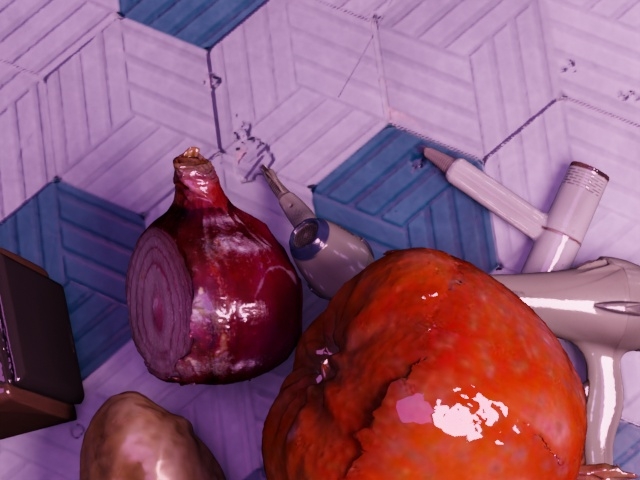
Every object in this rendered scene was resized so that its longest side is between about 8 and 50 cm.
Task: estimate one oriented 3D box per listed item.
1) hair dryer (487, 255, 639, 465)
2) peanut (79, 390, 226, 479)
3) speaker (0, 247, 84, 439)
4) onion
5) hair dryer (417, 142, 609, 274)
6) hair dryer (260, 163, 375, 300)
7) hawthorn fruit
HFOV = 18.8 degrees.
[{"bbox_3d":[0.209,0.105,1.741,0.219,0.088,0.225,25,84,-13],"label":"hair dryer"},{"bbox_3d":[-0.152,0.264,1.771,0.137,0.122,0.253,-1,82,0],"label":"peanut"},{"bbox_3d":[-0.340,0.102,1.768,0.192,0.231,0.153,-13,79,5],"label":"speaker"},{"bbox_3d":[-0.094,0.022,1.764,0.140,0.195,0.218,-3,96,-17],"label":"onion"},{"bbox_3d":[0.159,-0.024,1.821,0.183,0.044,0.155,22,83,16],"label":"hair dryer"},{"bbox_3d":[0.014,0.016,1.820,0.067,0.199,0.167,-42,117,3],"label":"hair dryer"},{"bbox_3d":[0.118,0.160,1.610,0.307,0.276,0.276,24,84,-6],"label":"hawthorn fruit"}]
